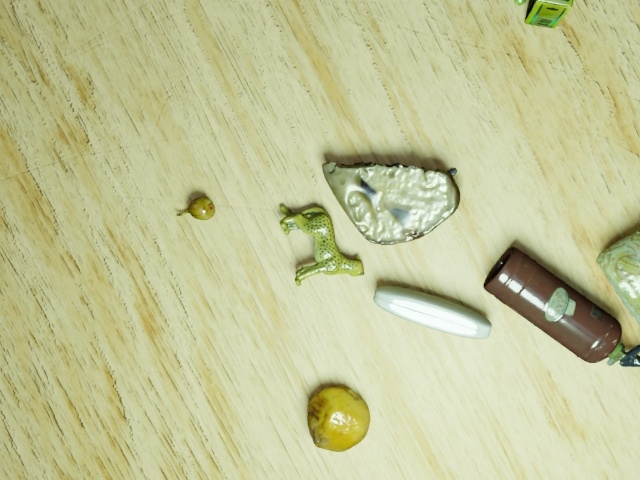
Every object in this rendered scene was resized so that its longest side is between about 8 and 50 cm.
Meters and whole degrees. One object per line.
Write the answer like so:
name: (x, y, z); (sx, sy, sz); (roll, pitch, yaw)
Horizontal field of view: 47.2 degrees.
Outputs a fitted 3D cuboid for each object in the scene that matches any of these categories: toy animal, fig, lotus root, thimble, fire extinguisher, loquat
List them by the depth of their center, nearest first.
thimble: (0.610, 0.067, 1.330); (0.144, 0.137, 0.190); (-34, 103, 12)
fire extinguisher: (0.480, 0.141, 1.365); (0.344, 0.102, 0.138); (35, 140, 3)
lotus root: (0.138, -0.075, 1.414); (0.261, 0.074, 0.170); (-2, 101, 10)
toy animal: (0.000, 0.000, 1.454); (0.136, 0.073, 0.181); (-16, 83, 3)
loquat: (0.034, 0.363, 1.479); (0.137, 0.113, 0.137); (-3, 118, -6)
fig: (-0.254, -0.062, 1.489); (0.083, 0.050, 0.050); (-11, 97, 24)

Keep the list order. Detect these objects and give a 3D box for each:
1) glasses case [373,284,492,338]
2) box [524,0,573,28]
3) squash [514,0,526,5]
glasses case: (0.217, 0.138, 1.422); (0.234, 0.092, 0.059); (18, 99, 4)
box: (0.400, -0.450, 1.242); (0.064, 0.220, 0.140); (13, 100, 7)
squash: (0.374, -0.476, 1.342); (0.027, 0.027, 0.089); (11, 99, 7)
